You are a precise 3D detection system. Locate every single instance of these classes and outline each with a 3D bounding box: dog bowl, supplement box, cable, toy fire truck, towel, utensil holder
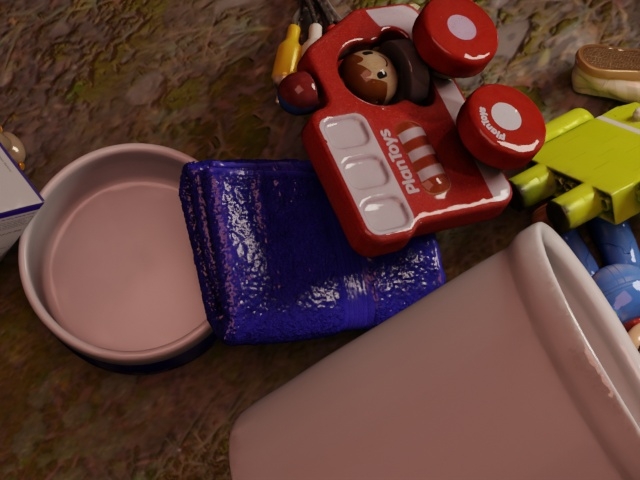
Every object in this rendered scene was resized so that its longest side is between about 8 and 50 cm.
[{"bbox_3d":[-0.219,0.024,1.635,0.265,0.104,0.265,0,73,0],"label":"dog bowl"},{"bbox_3d":[-0.437,-0.006,1.582,0.111,0.114,0.220,50,123,13],"label":"supplement box"},{"bbox_3d":[-0.004,-0.299,1.749,0.139,0.072,0.287,-4,73,-7],"label":"cable"},{"bbox_3d":[0.089,-0.138,1.569,0.254,0.169,0.302,-13,67,-30],"label":"toy fire truck"},{"bbox_3d":[0.000,0.000,1.592,0.308,0.076,0.227,-5,71,-31],"label":"towel"},{"bbox_3d":[0.144,0.215,1.410,0.385,0.327,0.327,-31,75,15],"label":"utensil holder"}]

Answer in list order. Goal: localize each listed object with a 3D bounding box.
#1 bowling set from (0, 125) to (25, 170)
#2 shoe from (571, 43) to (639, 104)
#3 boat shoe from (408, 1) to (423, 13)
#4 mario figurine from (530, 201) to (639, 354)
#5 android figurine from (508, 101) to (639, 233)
[{"bbox_3d":[-0.518,-0.171,1.692,0.200,0.154,0.287,-31,76,10],"label":"bowling set"},{"bbox_3d":[0.425,-0.203,1.736,0.219,0.058,0.076,8,42,-2],"label":"shoe"},{"bbox_3d":[0.104,-0.234,1.738,0.049,0.056,0.152,22,74,11],"label":"boat shoe"},{"bbox_3d":[0.368,0.079,1.583,0.198,0.170,0.320,-34,64,26],"label":"mario figurine"},{"bbox_3d":[0.359,-0.099,1.632,0.273,0.056,0.248,-28,30,-18],"label":"android figurine"}]
